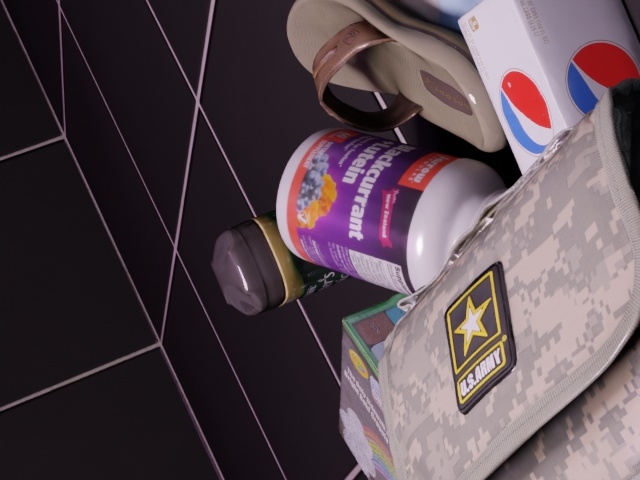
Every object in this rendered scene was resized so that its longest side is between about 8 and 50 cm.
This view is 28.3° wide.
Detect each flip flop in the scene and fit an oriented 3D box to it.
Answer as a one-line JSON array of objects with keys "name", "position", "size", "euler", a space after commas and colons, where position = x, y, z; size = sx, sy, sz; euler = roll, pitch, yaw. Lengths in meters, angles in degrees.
[{"name": "flip flop", "position": [0.043, -0.121, 0.961], "size": [0.277, 0.080, 0.112], "euler": [38, 166, 51]}]

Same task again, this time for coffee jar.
[{"name": "coffee jar", "position": [0.000, 0.000, 1.087], "size": [0.079, 0.184, 0.096], "euler": [67, 163, 3]}]

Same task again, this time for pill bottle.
[{"name": "pill bottle", "position": [0.071, -0.014, 0.930], "size": [0.193, 0.108, 0.108], "euler": [17, 131, 38]}]

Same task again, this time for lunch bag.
[{"name": "lunch bag", "position": [0.159, 0.095, 0.633], "size": [0.287, 0.169, 0.235], "euler": [54, 136, 18]}]

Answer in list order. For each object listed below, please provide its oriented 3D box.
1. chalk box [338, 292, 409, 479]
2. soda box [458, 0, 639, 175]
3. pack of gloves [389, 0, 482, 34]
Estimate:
[{"name": "chalk box", "position": [0.101, 0.118, 1.025], "size": [0.132, 0.132, 0.213], "euler": [57, 158, 35]}, {"name": "soda box", "position": [0.163, -0.054, 0.748], "size": [0.216, 0.069, 0.074], "euler": [67, 162, 2]}, {"name": "pack of gloves", "position": [0.064, -0.228, 0.870], "size": [0.232, 0.046, 0.195], "euler": [32, 141, 61]}]
